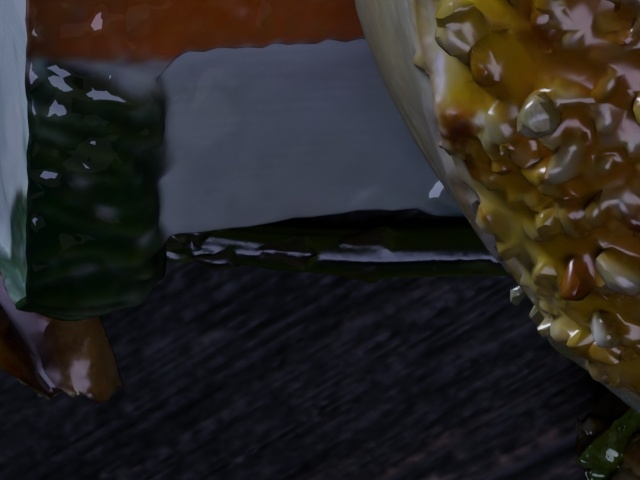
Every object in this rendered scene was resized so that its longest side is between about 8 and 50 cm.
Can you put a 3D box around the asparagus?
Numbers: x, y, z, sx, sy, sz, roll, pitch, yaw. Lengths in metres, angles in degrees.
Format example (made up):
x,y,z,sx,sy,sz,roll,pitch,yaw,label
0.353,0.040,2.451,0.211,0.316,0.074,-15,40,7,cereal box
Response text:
x,y,z,sx,sy,sz,roll,pitch,yaw,label
0.000,0.000,0.778,0.236,0.027,0.034,4,115,-6,asparagus

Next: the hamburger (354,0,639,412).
x,y,z,sx,sy,sz,roll,pitch,yaw,label
0.151,-0.088,0.491,0.302,0.170,0.302,-12,121,-20,hamburger

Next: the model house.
x,y,z,sx,sy,sz,roll,pitch,yaw,label
0.020,-0.125,0.634,0.300,0.190,0.271,-2,119,-13,model house

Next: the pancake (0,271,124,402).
x,y,z,sx,sy,sz,roll,pitch,yaw,label
-0.219,-0.017,0.737,0.257,0.056,0.212,-5,120,-1,pancake

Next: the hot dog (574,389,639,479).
x,y,z,sx,sy,sz,roll,pitch,yaw,label
0.201,0.145,0.833,0.250,0.104,0.076,33,119,-25,hot dog
